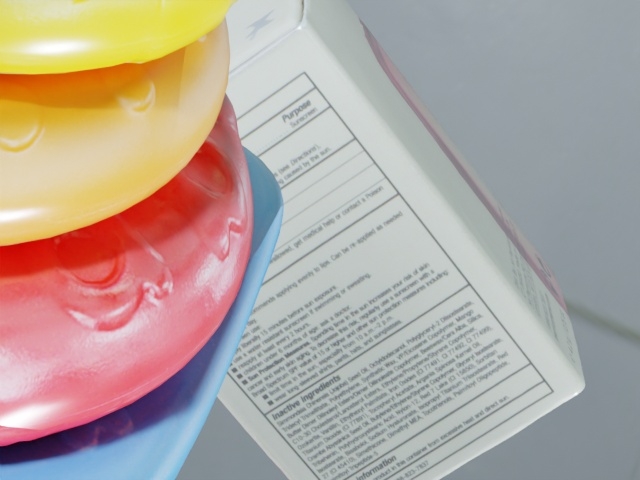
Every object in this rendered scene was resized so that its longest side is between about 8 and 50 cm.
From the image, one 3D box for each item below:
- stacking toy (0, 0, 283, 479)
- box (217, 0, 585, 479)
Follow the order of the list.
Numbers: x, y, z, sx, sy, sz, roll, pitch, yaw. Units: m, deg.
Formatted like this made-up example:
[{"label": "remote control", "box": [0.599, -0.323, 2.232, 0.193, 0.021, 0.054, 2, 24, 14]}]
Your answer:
[{"label": "stacking toy", "box": [-0.063, -0.095, 0.356, 0.175, 0.166, 0.302, 23, 127, 1]}, {"label": "box", "box": [0.000, 0.000, 0.957, 0.148, 0.127, 0.232, -33, 112, 14]}]
